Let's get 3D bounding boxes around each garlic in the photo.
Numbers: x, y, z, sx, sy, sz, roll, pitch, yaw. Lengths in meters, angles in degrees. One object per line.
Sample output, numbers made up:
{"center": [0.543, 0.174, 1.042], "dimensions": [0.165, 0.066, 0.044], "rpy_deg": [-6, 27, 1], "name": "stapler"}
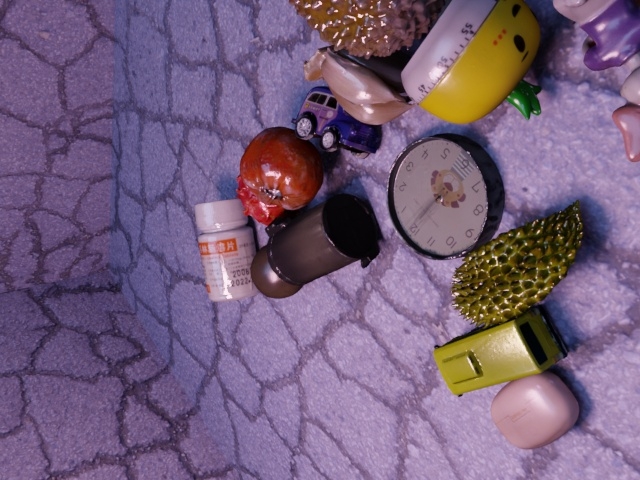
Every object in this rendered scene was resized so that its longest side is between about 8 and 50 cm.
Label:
{"center": [0.119, -0.383, 1.191], "dimensions": [0.292, 0.237, 0.210], "rpy_deg": [28, 97, 2], "name": "garlic"}

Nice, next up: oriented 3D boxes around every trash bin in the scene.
{"center": [0.000, 0.000, 1.487], "dimensions": [0.252, 0.203, 0.302], "rpy_deg": [50, 141, -11], "name": "trash bin"}

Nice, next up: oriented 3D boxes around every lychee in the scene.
{"center": [0.097, -0.570, 1.022], "dimensions": [0.380, 0.381, 0.432], "rpy_deg": [-52, 35, 44], "name": "lychee"}

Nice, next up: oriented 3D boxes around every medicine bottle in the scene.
{"center": [-0.351, 0.032, 1.920], "dimensions": [0.211, 0.211, 0.371], "rpy_deg": [-2, 99, 51], "name": "medicine bottle"}

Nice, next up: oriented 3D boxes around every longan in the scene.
{"center": [-0.135, 0.097, 1.692], "dimensions": [0.220, 0.197, 0.196], "rpy_deg": [-22, 83, 52], "name": "longan"}

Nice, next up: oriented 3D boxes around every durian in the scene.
{"center": [0.394, 0.068, 1.061], "dimensions": [0.157, 0.170, 0.355], "rpy_deg": [58, 139, 12], "name": "durian"}

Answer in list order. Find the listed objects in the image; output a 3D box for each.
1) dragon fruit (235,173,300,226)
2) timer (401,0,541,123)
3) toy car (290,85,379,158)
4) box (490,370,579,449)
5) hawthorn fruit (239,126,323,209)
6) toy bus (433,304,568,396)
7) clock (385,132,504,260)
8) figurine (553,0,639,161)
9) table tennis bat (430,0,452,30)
{"center": [-0.158, -0.140, 1.657], "dimensions": [0.268, 0.210, 0.205], "rpy_deg": [48, 177, -12], "name": "dragon fruit"}
{"center": [0.325, -0.334, 0.992], "dimensions": [0.285, 0.285, 0.285], "rpy_deg": [18, 114, 47], "name": "timer"}
{"center": [0.053, -0.322, 1.375], "dimensions": [0.235, 0.172, 0.157], "rpy_deg": [33, 110, 36], "name": "toy car"}
{"center": [0.466, 0.373, 1.117], "dimensions": [0.146, 0.088, 0.200], "rpy_deg": [55, 135, 26], "name": "box"}
{"center": [-0.096, -0.232, 1.463], "dimensions": [0.242, 0.242, 0.271], "rpy_deg": [-27, 38, 51], "name": "hawthorn fruit"}
{"center": [0.384, 0.252, 1.133], "dimensions": [0.262, 0.150, 0.128], "rpy_deg": [-38, 72, 47], "name": "toy bus"}
{"center": [0.287, -0.103, 1.225], "dimensions": [0.313, 0.061, 0.312], "rpy_deg": [17, 112, 47], "name": "clock"}
{"center": [0.481, -0.344, 0.816], "dimensions": [0.154, 0.193, 0.420], "rpy_deg": [-35, 78, 46], "name": "figurine"}
{"center": [0.310, -0.521, 1.103], "dimensions": [0.201, 0.033, 0.124], "rpy_deg": [-45, 68, 50], "name": "table tennis bat"}
